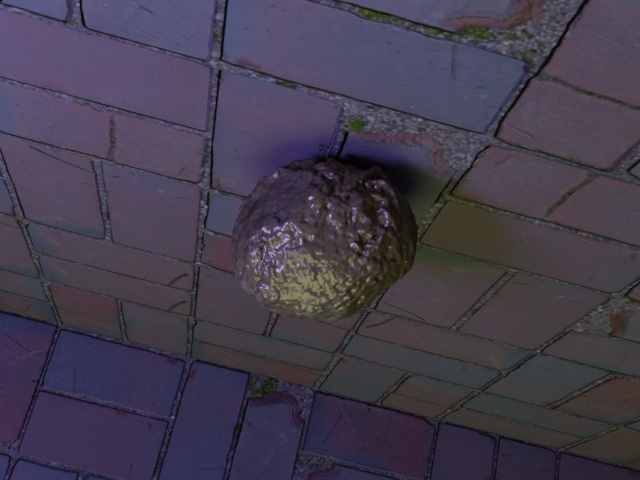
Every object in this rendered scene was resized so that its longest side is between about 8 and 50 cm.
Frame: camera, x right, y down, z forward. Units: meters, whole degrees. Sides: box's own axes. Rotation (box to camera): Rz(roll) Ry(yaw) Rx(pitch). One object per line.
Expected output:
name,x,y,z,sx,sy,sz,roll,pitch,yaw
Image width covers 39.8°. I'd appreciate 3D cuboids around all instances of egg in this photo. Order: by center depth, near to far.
egg,0.000,0.000,1.420,0.310,0.279,0.279,-26,142,18
